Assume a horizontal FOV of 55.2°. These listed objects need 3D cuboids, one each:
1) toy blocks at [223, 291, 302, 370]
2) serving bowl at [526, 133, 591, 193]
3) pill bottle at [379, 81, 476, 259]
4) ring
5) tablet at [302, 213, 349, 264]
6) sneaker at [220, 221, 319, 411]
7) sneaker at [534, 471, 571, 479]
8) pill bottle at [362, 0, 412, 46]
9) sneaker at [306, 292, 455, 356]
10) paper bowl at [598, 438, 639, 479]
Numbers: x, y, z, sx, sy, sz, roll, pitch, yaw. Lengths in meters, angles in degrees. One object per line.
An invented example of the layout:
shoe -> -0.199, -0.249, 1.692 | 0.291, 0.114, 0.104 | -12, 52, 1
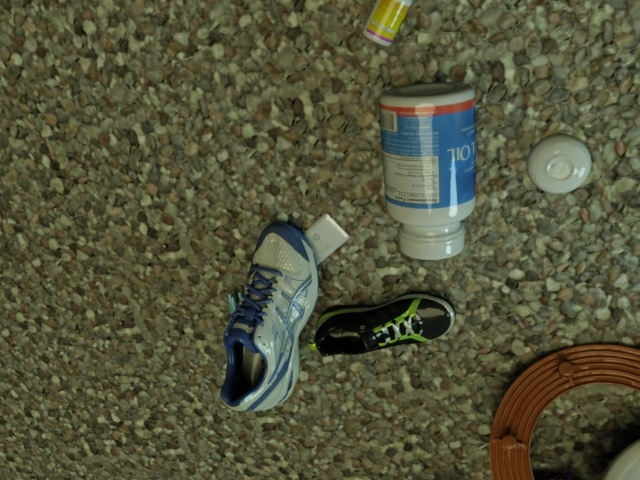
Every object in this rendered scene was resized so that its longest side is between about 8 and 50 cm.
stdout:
toy blocks -> -0.100, 0.156, 1.038 | 0.123, 0.054, 0.148 | -3, 111, 17
serving bowl -> 0.323, -0.100, 0.827 | 0.084, 0.027, 0.083 | 6, 114, 14
pill bottle -> 0.147, -0.093, 0.824 | 0.125, 0.124, 0.221 | 0, 114, 15
ring -> 0.410, 0.311, 0.862 | 0.337, 0.032, 0.336 | -6, 70, 18
tablet -> 0.000, 0.000, 0.970 | 0.054, 0.006, 0.083 | 46, 116, -7
sneaker -> -0.082, 0.117, 0.930 | 0.112, 0.131, 0.296 | 4, 89, 27
sneaker -> 0.386, 0.416, 1.026 | 0.170, 0.068, 0.071 | 12, 100, 1
pill bottle -> 0.090, -0.299, 0.794 | 0.043, 0.043, 0.083 | 29, 118, 2
sneaker -> 0.095, 0.148, 0.957 | 0.235, 0.097, 0.084 | -12, 109, 20
paper bowl -> 0.544, 0.426, 0.882 | 0.285, 0.284, 0.148 | -3, 154, 16
